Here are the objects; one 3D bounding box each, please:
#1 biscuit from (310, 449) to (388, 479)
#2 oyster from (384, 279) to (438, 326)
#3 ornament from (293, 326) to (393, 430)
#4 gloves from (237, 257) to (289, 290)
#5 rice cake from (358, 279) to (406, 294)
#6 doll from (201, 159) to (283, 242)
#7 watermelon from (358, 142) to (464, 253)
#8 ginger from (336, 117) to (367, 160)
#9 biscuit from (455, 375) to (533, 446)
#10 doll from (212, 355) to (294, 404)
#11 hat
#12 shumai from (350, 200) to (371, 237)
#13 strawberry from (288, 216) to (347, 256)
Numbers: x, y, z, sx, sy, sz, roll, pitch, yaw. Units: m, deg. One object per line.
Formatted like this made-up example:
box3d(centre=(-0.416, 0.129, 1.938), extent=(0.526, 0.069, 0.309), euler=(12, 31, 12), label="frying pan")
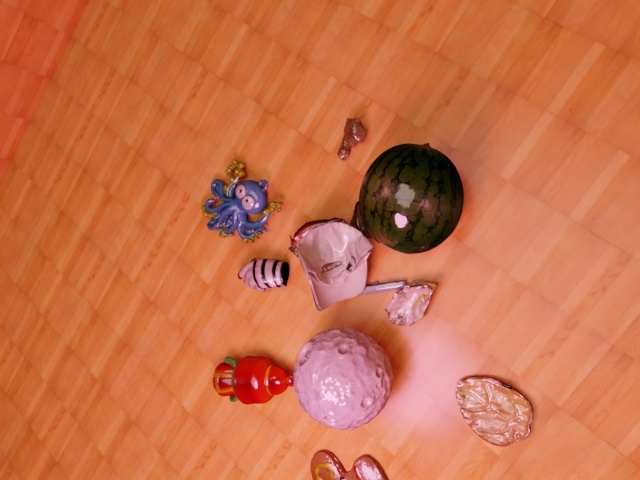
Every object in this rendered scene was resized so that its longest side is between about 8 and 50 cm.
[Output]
box3d(centre=(0.104, 0.868, 1.750), extent=(0.277, 0.052, 0.262), euler=(-30, 76, 20), label="biscuit")
box3d(centre=(0.312, 0.210, 1.691), extent=(0.133, 0.072, 0.209), euler=(26, 117, 17), label="oyster")
box3d(centre=(0.064, 0.455, 1.630), extent=(0.337, 0.337, 0.337), euler=(-1, 87, 24), label="ornament")
box3d(centre=(-0.234, 0.133, 1.903), extent=(0.219, 0.131, 0.140), euler=(-2, 84, 15), label="gloves")
box3d(centre=(0.220, 0.166, 1.748), extent=(0.180, 0.030, 0.042), euler=(-11, 91, 23), label="rice cake")
box3d(centre=(-0.344, -0.148, 1.980), extent=(0.341, 0.099, 0.346), euler=(-37, 71, 16), label="doll")
box3d(centre=(0.295, -0.137, 1.572), extent=(0.363, 0.363, 0.363), euler=(-1, 87, 24), label="watermelon")
box3d(centre=(0.121, -0.373, 1.806), extent=(0.096, 0.067, 0.165), euler=(23, 110, 23), label="ginger")
box3d(centre=(0.557, 0.543, 1.576), extent=(0.260, 0.041, 0.203), euler=(35, 104, 22), label="biscuit")
box3d(centre=(-0.254, 0.537, 1.869), extent=(0.363, 0.160, 0.182), euler=(-7, 83, 23), label="doll")
box3d(centre=(0.042, 0.097, 1.720), extent=(0.168, 0.258, 0.301), euler=(-130, 28, -51), label="hat")
box3d(centre=(0.167, -0.080, 1.767), extent=(0.123, 0.105, 0.139), euler=(-7, 95, -20), label="shumai")
box3d(centre=(-0.007, -0.014, 1.820), extent=(0.174, 0.098, 0.228), euler=(39, 101, 10), label="strawberry")
